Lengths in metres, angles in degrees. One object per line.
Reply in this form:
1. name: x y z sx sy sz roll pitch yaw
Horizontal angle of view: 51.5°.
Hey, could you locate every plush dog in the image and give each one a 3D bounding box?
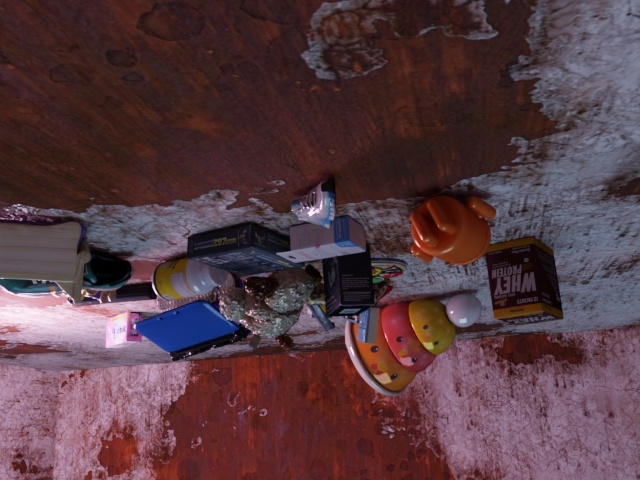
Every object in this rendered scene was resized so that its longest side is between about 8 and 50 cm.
1. plush dog: -0.108 0.157 1.769 0.263 0.210 0.225 -16 149 -36

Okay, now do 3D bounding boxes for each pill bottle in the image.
1. pill bottle: -0.331 0.092 1.691 0.184 0.103 0.103 -13 161 29

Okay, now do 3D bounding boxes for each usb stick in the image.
1. usb stick: -0.624 0.168 2.003 0.278 0.045 0.077 -6 163 9

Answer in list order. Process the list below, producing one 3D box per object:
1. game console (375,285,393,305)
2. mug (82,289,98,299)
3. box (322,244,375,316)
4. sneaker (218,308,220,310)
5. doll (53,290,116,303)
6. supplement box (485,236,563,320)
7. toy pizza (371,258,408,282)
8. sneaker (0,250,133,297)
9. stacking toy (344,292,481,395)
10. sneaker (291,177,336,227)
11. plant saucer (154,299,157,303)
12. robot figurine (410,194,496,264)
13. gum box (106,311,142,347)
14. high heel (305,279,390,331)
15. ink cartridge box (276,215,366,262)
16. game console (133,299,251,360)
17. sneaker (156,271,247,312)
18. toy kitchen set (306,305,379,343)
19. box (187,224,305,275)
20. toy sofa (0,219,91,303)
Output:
1. game console: 0.142 0.159 2.163 0.124 0.085 0.144 24 -177 39
2. mug: -0.649 0.120 1.802 0.064 0.062 0.078 0 -159 21
3. box: 0.069 0.106 1.706 0.093 0.158 0.156 0 163 -14
4. sneaker: -0.335 0.242 2.112 0.076 0.064 0.167 -16 162 29
5. doll: -0.683 0.146 1.886 0.189 0.046 0.129 5 -176 20
6. supplement box: 0.537 0.112 1.748 0.129 0.194 0.191 -14 161 32
7. toy pizza: 0.150 0.092 1.898 0.202 0.032 0.201 -3 164 -1
8. sneaker: -0.600 0.070 1.584 0.302 0.108 0.121 -2 165 -32
9. stacking toy: 0.358 0.316 2.383 0.480 0.350 0.351 -35 150 27
10. sneaker: -0.014 -0.067 1.269 0.083 0.071 0.190 4 163 -4
11. plant saucer: -0.499 0.195 2.169 0.084 0.015 0.083 -3 163 -1
12. robot figurine: 0.274 -0.019 1.373 0.128 0.158 0.219 21 -179 38
13. gum box: -0.717 0.328 2.425 0.062 0.107 0.188 11 159 -39
14. high heel: 0.072 0.140 2.013 0.261 0.186 0.093 -33 -162 -3
15. ink cartridge box: 0.000 0.000 1.505 0.182 0.061 0.104 -10 162 22
16. game console: -0.345 0.233 1.954 0.293 0.173 0.250 -20 -170 29
17. sneaker: -0.337 0.165 1.942 0.294 0.102 0.146 -11 162 27
18. toy kitchen set: 0.070 0.267 2.224 0.166 0.122 0.207 6 180 -26
19. box: -0.171 0.028 1.572 0.184 0.059 0.233 -9 163 29
20. toy sofa: -0.675 0.026 1.386 0.363 0.177 0.150 4 -173 -22
